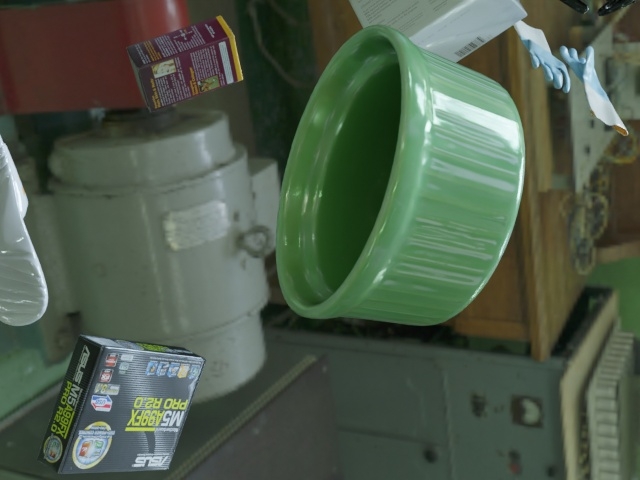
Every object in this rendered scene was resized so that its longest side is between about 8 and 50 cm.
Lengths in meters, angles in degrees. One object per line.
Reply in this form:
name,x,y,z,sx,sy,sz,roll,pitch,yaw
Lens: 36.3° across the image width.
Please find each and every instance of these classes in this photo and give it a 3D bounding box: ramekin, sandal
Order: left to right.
sandal,-0.400,-0.026,1.178,0.076,0.101,0.265,-124,-161,-76
ramekin,0.078,-0.056,1.014,0.148,0.303,0.304,14,78,-21

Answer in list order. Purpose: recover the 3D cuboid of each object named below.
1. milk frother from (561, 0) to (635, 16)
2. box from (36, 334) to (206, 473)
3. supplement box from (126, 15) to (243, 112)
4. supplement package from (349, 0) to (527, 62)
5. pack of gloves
milk frother,0.418,-0.417,1.487,0.129,0.134,0.143,-57,-168,3
box,-0.328,0.280,1.653,0.270,0.060,0.216,19,90,-56
supplement box,-0.249,-0.327,1.804,0.104,0.188,0.081,81,-16,-46
supplement package,0.150,-0.421,1.500,0.198,0.199,0.263,5,57,-63
pack of gloves,0.404,-0.288,1.569,0.195,0.046,0.232,28,31,-23
